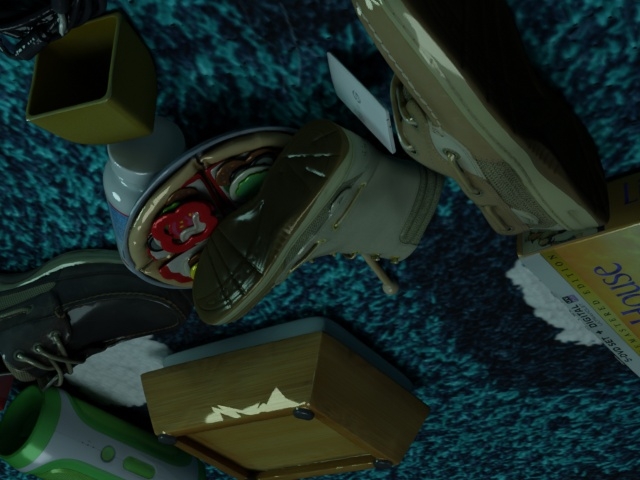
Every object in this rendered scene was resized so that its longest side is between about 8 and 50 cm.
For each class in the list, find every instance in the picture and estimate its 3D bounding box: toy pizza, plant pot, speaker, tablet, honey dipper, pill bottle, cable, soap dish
[{"bbox_3d":[-0.076,-0.019,0.903,0.201,0.032,0.201,-23,147,-16],"label":"toy pizza"},{"bbox_3d":[-0.174,-0.119,0.822,0.081,0.082,0.083,-9,153,24],"label":"plant pot"},{"bbox_3d":[-0.307,0.311,1.458,0.131,0.131,0.296,-22,137,37],"label":"speaker"},{"bbox_3d":[0.032,-0.109,0.805,0.006,0.083,0.054,-33,147,-11],"label":"tablet"},{"bbox_3d":[0.044,0.013,1.026,0.030,0.031,0.161,-8,147,22],"label":"honey dipper"},{"bbox_3d":[-0.150,-0.038,0.929,0.087,0.087,0.160,6,147,1],"label":"pill bottle"},{"bbox_3d":[-0.243,-0.205,0.732,0.150,0.047,0.184,-14,141,29],"label":"cable"},{"bbox_3d":[-0.047,0.209,1.258,0.290,0.118,0.229,-17,140,34],"label":"soap dish"}]

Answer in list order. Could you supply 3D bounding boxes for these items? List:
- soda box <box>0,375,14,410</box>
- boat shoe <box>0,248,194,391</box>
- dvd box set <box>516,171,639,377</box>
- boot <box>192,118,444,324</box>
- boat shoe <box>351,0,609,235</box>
[{"bbox_3d":[-0.497,0.122,1.236,0.083,0.092,0.263,-17,140,33],"label":"soda box"},{"bbox_3d":[-0.301,0.104,1.136,0.355,0.130,0.132,-9,143,24],"label":"boat shoe"},{"bbox_3d":[0.433,0.010,0.912,0.420,0.062,0.307,-19,138,34],"label":"dvd box set"},{"bbox_3d":[0.000,0.000,0.891,0.165,0.077,0.213,13,124,-48],"label":"boot"},{"bbox_3d":[0.107,-0.094,0.764,0.110,0.122,0.341,-17,141,31],"label":"boat shoe"}]
